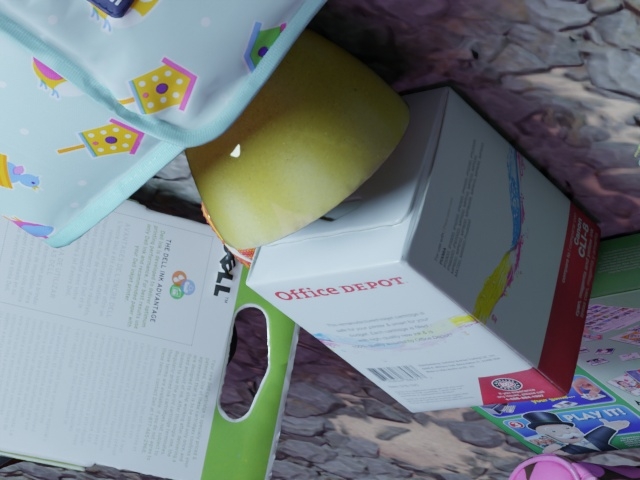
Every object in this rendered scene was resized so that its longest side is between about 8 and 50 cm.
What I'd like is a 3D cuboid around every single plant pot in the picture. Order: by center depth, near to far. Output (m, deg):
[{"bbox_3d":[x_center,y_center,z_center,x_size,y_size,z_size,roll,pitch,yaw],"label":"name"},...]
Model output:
[{"bbox_3d":[-0.029,-0.075,1.114,0.134,0.134,0.095,-14,121,45],"label":"plant pot"}]

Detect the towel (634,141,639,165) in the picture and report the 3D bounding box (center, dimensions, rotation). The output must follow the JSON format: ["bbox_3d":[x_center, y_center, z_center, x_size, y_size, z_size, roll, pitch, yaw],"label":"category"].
[{"bbox_3d":[0.229,-0.051,1.131,0.083,0.009,0.060,14,154,2],"label":"towel"}]

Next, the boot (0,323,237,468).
[{"bbox_3d":[-0.213,0.124,1.565,0.096,0.264,0.280,59,165,-4],"label":"boot"}]

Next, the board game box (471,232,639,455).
[{"bbox_3d":[0.219,0.075,1.336,0.317,0.046,0.213,-13,141,43],"label":"board game box"}]

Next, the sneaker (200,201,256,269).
[{"bbox_3d":[0.000,0.000,1.313,0.175,0.064,0.067,25,127,-22],"label":"sneaker"}]

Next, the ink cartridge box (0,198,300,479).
[{"bbox_3d":[-0.152,0.069,1.351,0.255,0.189,0.097,15,170,-22],"label":"ink cartridge box"}]

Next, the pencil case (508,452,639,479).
[{"bbox_3d":[0.243,0.199,1.444,0.209,0.095,0.098,2,149,-37],"label":"pencil case"}]

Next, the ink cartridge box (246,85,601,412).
[{"bbox_3d":[0.067,0.009,1.199,0.128,0.127,0.176,-9,145,40],"label":"ink cartridge box"}]

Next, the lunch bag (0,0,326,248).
[{"bbox_3d":[-0.139,-0.142,0.997,0.223,0.160,0.262,35,136,-26],"label":"lunch bag"}]
